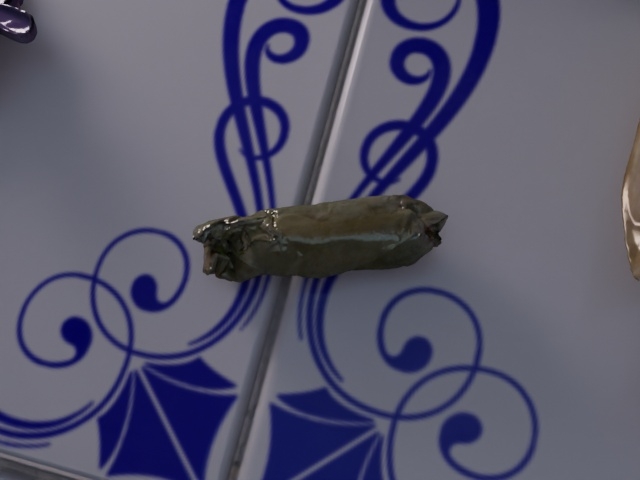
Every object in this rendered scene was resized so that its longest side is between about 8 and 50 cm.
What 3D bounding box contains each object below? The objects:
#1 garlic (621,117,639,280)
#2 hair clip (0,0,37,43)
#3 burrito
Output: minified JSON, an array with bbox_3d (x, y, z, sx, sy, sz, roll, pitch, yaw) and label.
[{"bbox_3d":[0.319,-0.049,0.441,0.286,0.249,0.313,34,117,22],"label":"garlic"},{"bbox_3d":[-0.349,-0.234,0.676,0.278,0.090,0.137,41,70,9],"label":"hair clip"},{"bbox_3d":[0.000,0.000,0.570,0.188,0.045,0.058,-6,79,4],"label":"burrito"}]
